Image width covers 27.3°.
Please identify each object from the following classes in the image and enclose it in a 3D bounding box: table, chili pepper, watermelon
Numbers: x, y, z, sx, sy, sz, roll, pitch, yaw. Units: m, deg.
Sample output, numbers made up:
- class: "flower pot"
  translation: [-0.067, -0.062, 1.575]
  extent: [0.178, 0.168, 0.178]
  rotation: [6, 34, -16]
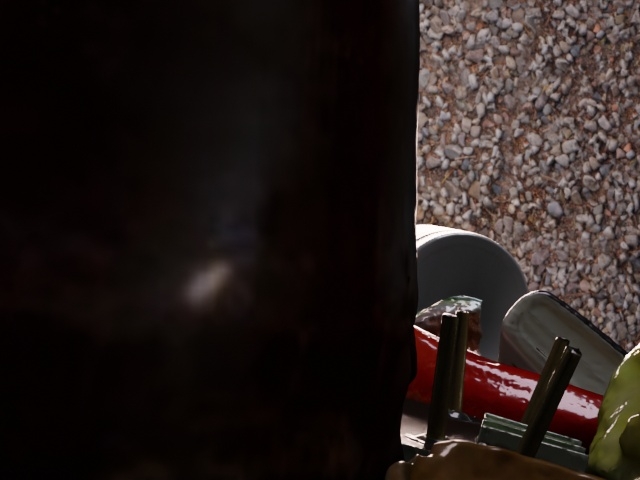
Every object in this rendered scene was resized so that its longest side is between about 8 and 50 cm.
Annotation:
- class: "table"
  translation: [0.100, 0.104, 0.780]
  extent: [0.121, 0.111, 0.240]
  rotation: [15, 0, 8]
- class: "chili pepper"
  translation: [0.110, 0.116, 0.976]
  extent: [0.368, 0.092, 0.137]
  rotation: [23, 22, 28]
- class: "watermelon"
  translation: [0.093, 0.143, 1.109]
  extent: [0.097, 0.121, 0.158]
  rotation: [0, 47, -9]

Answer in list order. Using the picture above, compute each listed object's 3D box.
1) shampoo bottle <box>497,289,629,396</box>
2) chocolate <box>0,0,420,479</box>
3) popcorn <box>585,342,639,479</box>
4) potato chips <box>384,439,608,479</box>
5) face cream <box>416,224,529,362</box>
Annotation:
- class: "shampoo bottle"
  translation: [0.199, 0.136, 1.154]
  extent: [0.153, 0.071, 0.284]
  rotation: [40, -15, 7]
- class: "chocolate"
  translation: [-0.108, -0.058, 0.600]
  extent: [0.383, 0.332, 0.383]
  rotation: [14, -3, 1]
- class: "popcorn"
  translation: [0.299, 0.092, 0.795]
  extent: [0.292, 0.237, 0.293]
  rotation: [12, 4, -1]
- class: "potato chips"
  translation: [0.116, 0.137, 0.513]
  extent: [0.201, 0.049, 0.150]
  rotation: [19, 8, -19]
- class: "face cream"
  translation: [0.158, 0.081, 1.785]
  extent: [0.201, 0.201, 0.187]
  rotation: [14, 0, -15]
